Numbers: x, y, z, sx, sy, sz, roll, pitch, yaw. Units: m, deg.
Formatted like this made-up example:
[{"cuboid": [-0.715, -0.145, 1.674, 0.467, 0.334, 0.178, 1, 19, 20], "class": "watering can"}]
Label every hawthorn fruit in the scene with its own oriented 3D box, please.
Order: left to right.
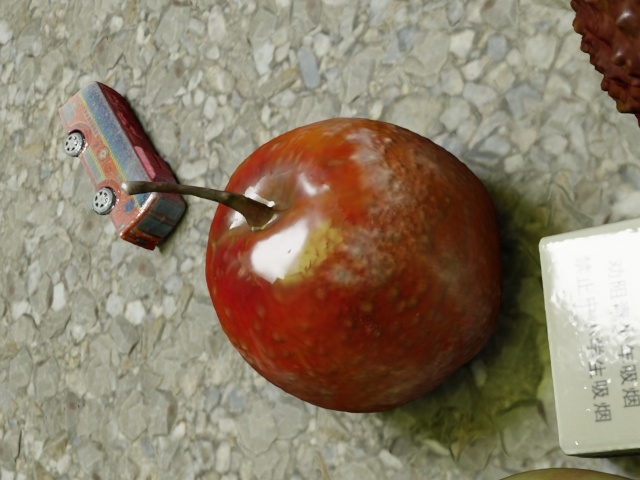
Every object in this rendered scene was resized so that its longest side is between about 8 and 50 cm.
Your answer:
[{"cuboid": [0.028, 0.017, 0.909, 0.235, 0.263, 0.231, -26, 86, 3], "class": "hawthorn fruit"}]

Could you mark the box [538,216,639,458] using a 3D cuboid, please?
[{"cuboid": [0.282, 0.054, 0.789, 0.259, 0.071, 0.168, -13, 73, 36], "class": "box"}]

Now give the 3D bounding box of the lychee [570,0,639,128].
[{"cuboid": [0.286, -0.172, 0.715, 0.304, 0.275, 0.276, 19, 93, 68], "class": "lychee"}]

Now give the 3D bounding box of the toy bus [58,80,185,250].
[{"cuboid": [-0.209, -0.080, 1.218, 0.077, 0.065, 0.192, -43, 57, 15], "class": "toy bus"}]

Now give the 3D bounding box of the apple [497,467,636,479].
[{"cuboid": [0.167, 0.271, 0.732, 0.256, 0.234, 0.257, -10, 72, 35], "class": "apple"}]
